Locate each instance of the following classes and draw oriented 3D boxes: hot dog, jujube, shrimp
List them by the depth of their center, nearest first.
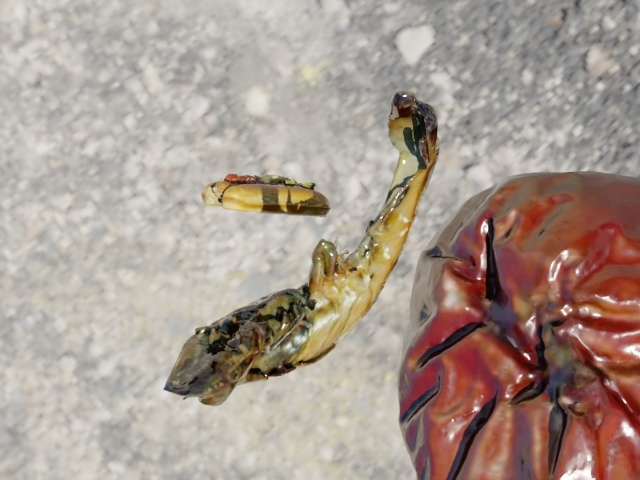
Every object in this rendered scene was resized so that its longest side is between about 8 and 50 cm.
[{"bbox_3d":[0.003,0.002,0.676,0.035,0.195,0.148,37,114,16],"label":"shrimp"},{"bbox_3d":[-0.027,-0.025,0.811,0.037,0.083,0.021,12,97,39],"label":"hot dog"},{"bbox_3d":[0.153,0.080,0.867,0.213,0.213,0.232,-5,77,38],"label":"jujube"}]
